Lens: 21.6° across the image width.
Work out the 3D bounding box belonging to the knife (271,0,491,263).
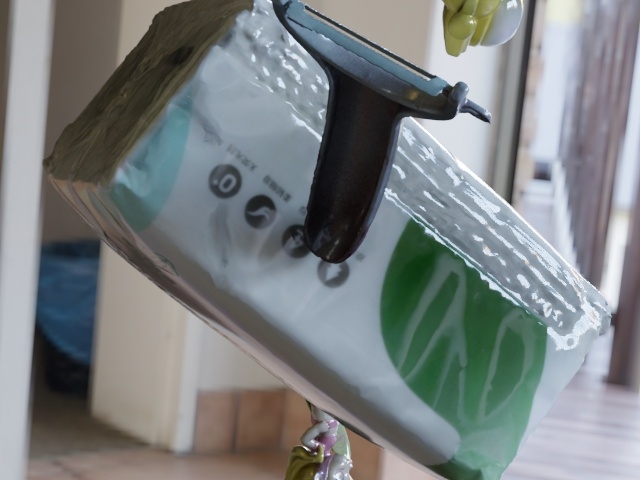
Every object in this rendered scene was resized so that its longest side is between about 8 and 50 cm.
[{"bbox_3d":[0.028,-0.052,0.936,0.123,0.053,0.278,34,-19,9],"label":"knife"}]

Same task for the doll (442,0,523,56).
[{"bbox_3d":[0.137,-0.240,1.422,0.086,0.117,0.291,15,24,-1],"label":"doll"}]

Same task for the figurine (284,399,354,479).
[{"bbox_3d":[-0.005,0.211,1.772,0.083,0.187,0.083,-6,0,0],"label":"figurine"}]

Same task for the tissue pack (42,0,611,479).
[{"bbox_3d":[-0.001,0.001,1.204,0.356,0.194,0.266,40,-8,-18],"label":"tissue pack"}]
